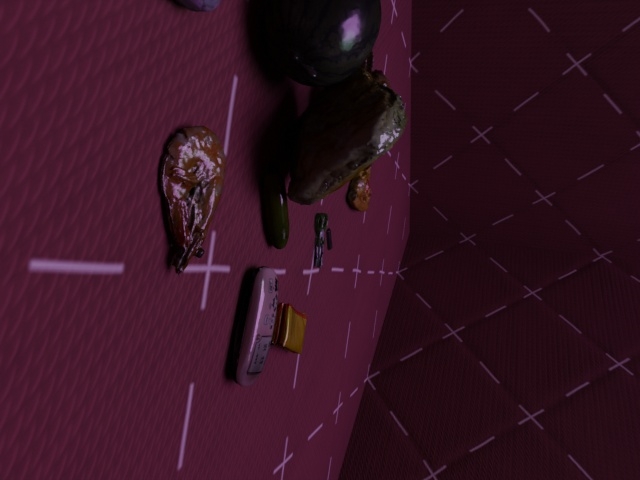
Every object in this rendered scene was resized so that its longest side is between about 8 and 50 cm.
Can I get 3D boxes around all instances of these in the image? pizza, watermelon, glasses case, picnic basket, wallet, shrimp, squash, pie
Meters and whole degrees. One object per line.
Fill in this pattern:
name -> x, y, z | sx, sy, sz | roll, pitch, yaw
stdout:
pizza -> 0.193, -0.275, 2.092 | 0.280, 0.075, 0.288 | -9, 106, -72
watermelon -> 0.003, -0.526, 1.110 | 0.279, 0.278, 0.359 | 74, 34, -50
glasses case -> -0.171, 0.224, 1.212 | 0.122, 0.075, 0.315 | 29, 70, -67
picnic basket -> 0.179, -0.708, 1.908 | 0.110, 0.054, 0.194 | 25, 74, -70
wallet -> -0.102, 0.285, 1.476 | 0.241, 0.067, 0.141 | 61, 36, -68
shrimp -> -0.254, -0.077, 0.888 | 0.154, 0.062, 0.295 | 11, 84, -59
squash -> -0.121, -0.084, 1.255 | 0.069, 0.069, 0.258 | -54, 146, -55
pie -> 0.042, -0.267, 1.207 | 0.180, 0.395, 0.418 | 36, 29, -23

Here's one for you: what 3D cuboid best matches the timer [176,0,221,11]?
timer -> -0.229, -0.503, 0.762 | 0.208, 0.069, 0.191 | 2, 96, -70

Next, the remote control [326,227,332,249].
remote control -> 0.038, -0.005, 1.831 | 0.034, 0.016, 0.091 | -54, 146, -47

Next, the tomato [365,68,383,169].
tomato -> 0.096, -0.389, 1.498 | 0.335, 0.176, 0.290 | 133, -47, -64

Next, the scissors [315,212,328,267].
scissors -> 0.000, 0.000, 1.704 | 0.101, 0.027, 0.205 | -12, 107, -67
